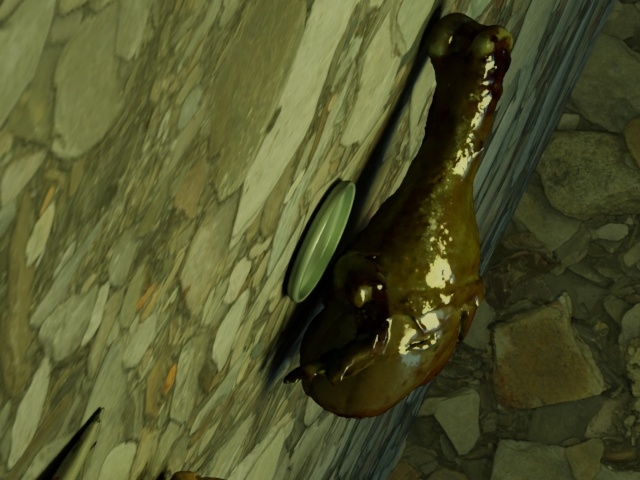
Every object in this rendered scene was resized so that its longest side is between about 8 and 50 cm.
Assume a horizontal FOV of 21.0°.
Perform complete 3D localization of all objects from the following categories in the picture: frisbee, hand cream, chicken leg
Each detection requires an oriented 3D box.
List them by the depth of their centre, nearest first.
[{"bbox_3d":[-0.154,0.156,0.954,0.165,0.037,0.057,-63,174,-58],"label":"hand cream"},{"bbox_3d":[0.000,0.000,1.416,0.110,0.014,0.110,-62,170,-19],"label":"frisbee"},{"bbox_3d":[0.096,-0.005,1.541,0.361,0.140,0.211,-64,170,-3],"label":"chicken leg"}]

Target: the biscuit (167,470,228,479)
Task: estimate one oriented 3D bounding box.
[{"bbox_3d":[-0.087,0.251,1.204,0.166,0.036,0.225,-70,-160,6],"label":"biscuit"}]
